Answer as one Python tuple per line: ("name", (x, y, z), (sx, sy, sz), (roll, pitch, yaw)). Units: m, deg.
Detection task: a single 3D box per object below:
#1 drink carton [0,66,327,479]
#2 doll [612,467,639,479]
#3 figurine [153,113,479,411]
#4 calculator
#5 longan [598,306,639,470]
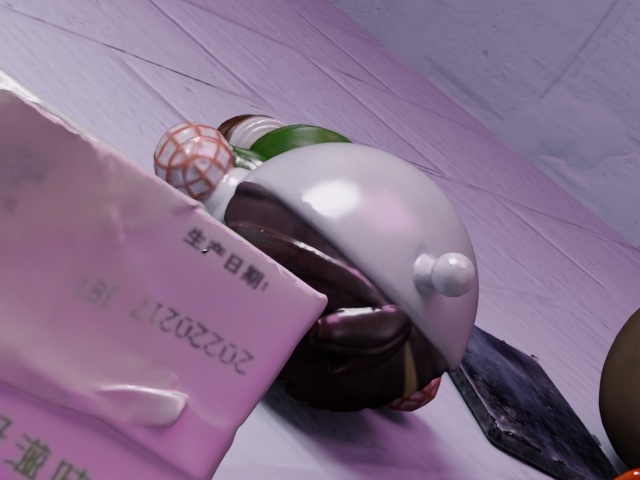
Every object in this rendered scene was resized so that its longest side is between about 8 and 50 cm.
("drink carton", (-0.110, 0.034, 0.565), (0.161, 0.108, 0.271), (34, -16, -3))
("doll", (0.230, 0.208, 0.891), (0.363, 0.160, 0.182), (-9, 44, -46))
("figurine", (0.000, 0.000, 1.108), (0.281, 0.167, 0.370), (45, 3, -24))
("calculator", (0.169, 0.134, 1.360), (0.161, 0.021, 0.261), (30, 14, -23))
("longan", (0.377, 0.135, 1.377), (0.258, 0.258, 0.258), (33, 13, -9))
